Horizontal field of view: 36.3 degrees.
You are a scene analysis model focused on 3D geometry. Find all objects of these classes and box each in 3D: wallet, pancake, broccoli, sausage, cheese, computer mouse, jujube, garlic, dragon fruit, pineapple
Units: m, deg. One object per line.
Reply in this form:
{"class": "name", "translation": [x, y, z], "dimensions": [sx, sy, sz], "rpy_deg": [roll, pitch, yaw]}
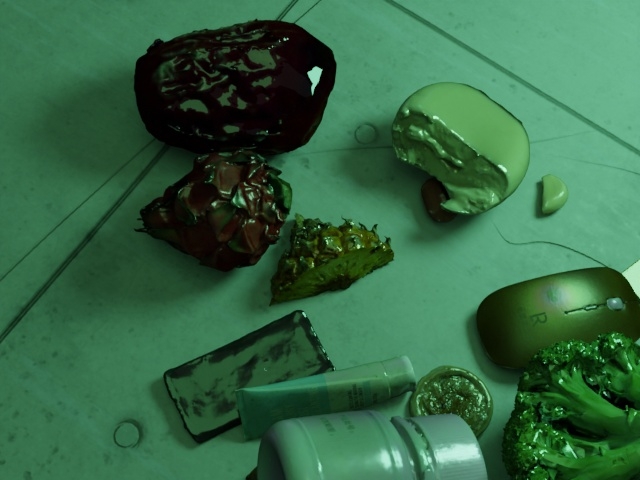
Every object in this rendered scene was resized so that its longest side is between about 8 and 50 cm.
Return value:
{"class": "wallet", "translation": [-0.126, 0.241, 1.743], "dimensions": [0.285, 0.030, 0.146], "rpy_deg": [-25, 75, -10]}
{"class": "pancake", "translation": [0.235, 0.296, 1.740], "dimensions": [0.152, 0.025, 0.151], "rpy_deg": [1, 68, -4]}
{"class": "broccoli", "translation": [0.455, 0.331, 1.589], "dimensions": [0.414, 0.309, 0.321], "rpy_deg": [1, 37, -27]}
{"class": "sausage", "translation": [0.228, -0.076, 1.869], "dimensions": [0.054, 0.059, 0.094], "rpy_deg": [-34, 64, 31]}
{"class": "cheese", "translation": [0.265, -0.180, 1.841], "dimensions": [0.266, 0.127, 0.233], "rpy_deg": [39, 48, 8]}
{"class": "computer mouse", "translation": [0.442, 0.141, 1.788], "dimensions": [0.311, 0.072, 0.158], "rpy_deg": [-11, 71, -8]}
{"class": "jujube", "translation": [-0.154, -0.284, 1.846], "dimensions": [0.377, 0.258, 0.258], "rpy_deg": [-4, 69, 2]}
{"class": "garlic", "translation": [0.454, -0.091, 1.896], "dimensions": [0.053, 0.041, 0.083], "rpy_deg": [-5, 60, 9]}
{"class": "dragon fruit", "translation": [-0.196, -0.058, 1.768], "dimensions": [0.293, 0.234, 0.233], "rpy_deg": [1, 68, 11]}
{"class": "pineapple", "translation": [0.006, -0.001, 1.789], "dimensions": [0.250, 0.140, 0.164], "rpy_deg": [-13, 68, -4]}

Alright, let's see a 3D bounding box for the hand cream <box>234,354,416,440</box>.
{"class": "hand cream", "translation": [0.010, 0.269, 1.706], "dimensions": [0.312, 0.111, 0.070], "rpy_deg": [-15, 29, -10]}

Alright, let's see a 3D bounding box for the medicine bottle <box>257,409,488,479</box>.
{"class": "medicine bottle", "translation": [0.079, 0.399, 1.561], "dimensions": [0.325, 0.256, 0.256], "rpy_deg": [-3, 68, -19]}

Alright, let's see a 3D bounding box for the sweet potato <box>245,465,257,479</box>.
{"class": "sweet potato", "translation": [-0.091, 0.437, 1.657], "dimensions": [0.049, 0.049, 0.117], "rpy_deg": [-20, 71, -10]}

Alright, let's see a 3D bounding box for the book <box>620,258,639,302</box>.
{"class": "book", "translation": [0.665, 0.064, 1.858], "dimensions": [0.172, 0.012, 0.118], "rpy_deg": [-34, 74, -15]}
